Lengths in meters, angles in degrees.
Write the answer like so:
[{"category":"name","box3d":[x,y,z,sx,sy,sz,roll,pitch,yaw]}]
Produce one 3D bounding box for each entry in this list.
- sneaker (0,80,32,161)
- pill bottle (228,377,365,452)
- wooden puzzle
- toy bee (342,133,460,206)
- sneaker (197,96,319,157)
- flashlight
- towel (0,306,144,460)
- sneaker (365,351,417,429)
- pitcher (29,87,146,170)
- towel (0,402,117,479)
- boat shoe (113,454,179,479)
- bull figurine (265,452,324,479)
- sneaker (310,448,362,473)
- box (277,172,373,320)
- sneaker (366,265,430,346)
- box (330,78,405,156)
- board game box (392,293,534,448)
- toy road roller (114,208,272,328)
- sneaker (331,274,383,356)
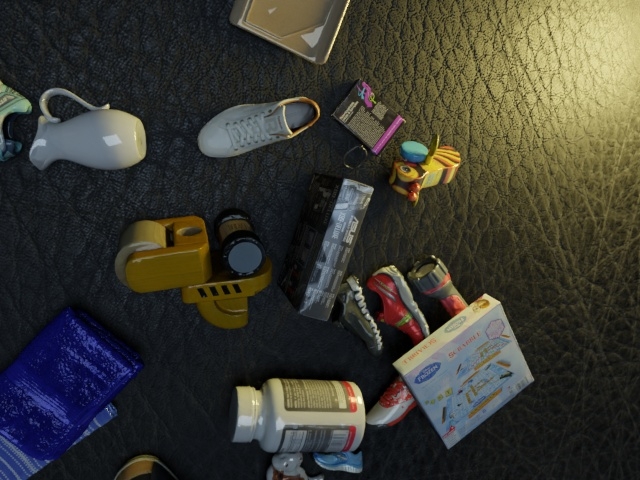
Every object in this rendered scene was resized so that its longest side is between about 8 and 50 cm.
[{"category":"sneaker","box3d":[-0.679,-0.184,0.970,0.122,0.110,0.282,26,93,-23]},{"category":"pill bottle","box3d":[-0.063,0.442,1.234,0.319,0.176,0.176,8,98,-18]},{"category":"wooden puzzle","box3d":[-0.063,-0.550,1.114,0.239,0.044,0.220,20,95,-14]},{"category":"toy bee","box3d":[0.229,-0.155,1.206,0.299,0.162,0.195,-21,139,-5]},{"category":"sneaker","box3d":[-0.139,-0.266,1.103,0.290,0.123,0.105,-23,108,-10]},{"category":"flashlight","box3d":[0.362,0.181,1.345,0.103,0.103,0.304,-41,108,-6]},{"category":"towel","box3d":[-0.577,0.323,1.078,0.228,0.076,0.308,44,88,-16]},{"category":"sneaker","box3d":[0.222,0.404,1.357,0.270,0.090,0.144,-24,105,-14]},{"category":"pitcher","box3d":[-0.482,-0.235,1.019,0.207,0.125,0.177,-2,86,-5]},{"category":"towel","box3d":[-0.680,0.419,1.123,0.336,0.040,0.243,-36,107,-7]},{"category":"boat shoe","box3d":[-0.336,0.757,1.230,0.187,0.156,0.500,-36,109,-9]},{"category":"bull figurine","box3d":[-0.090,0.703,1.317,0.189,0.101,0.310,22,93,-21]},{"category":"sneaker","box3d":[0.046,0.603,1.369,0.162,0.063,0.073,16,78,-23]},{"category":"box","box3d":[0.000,0.000,1.132,0.077,0.242,0.307,17,95,-18]},{"category":"sneaker","box3d":[0.211,0.200,1.321,0.119,0.107,0.278,-27,102,5]},{"category":"box","box3d":[0.119,-0.305,1.218,0.162,0.029,0.116,38,88,-21]},{"category":"board game box","box3d":[0.395,0.358,1.320,0.319,0.066,0.317,-34,116,-8]},{"category":"toy road roller","box3d":[-0.273,0.078,1.096,0.330,0.202,0.240,-6,113,-16]},{"category":"sneaker","box3d":[0.086,0.213,1.288,0.106,0.078,0.234,-24,103,-8]}]
